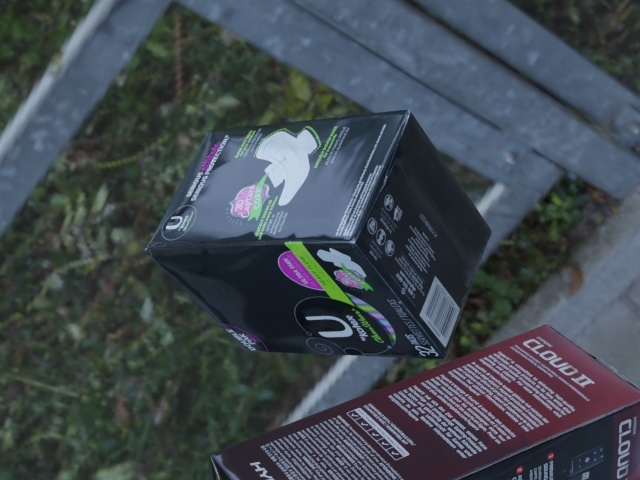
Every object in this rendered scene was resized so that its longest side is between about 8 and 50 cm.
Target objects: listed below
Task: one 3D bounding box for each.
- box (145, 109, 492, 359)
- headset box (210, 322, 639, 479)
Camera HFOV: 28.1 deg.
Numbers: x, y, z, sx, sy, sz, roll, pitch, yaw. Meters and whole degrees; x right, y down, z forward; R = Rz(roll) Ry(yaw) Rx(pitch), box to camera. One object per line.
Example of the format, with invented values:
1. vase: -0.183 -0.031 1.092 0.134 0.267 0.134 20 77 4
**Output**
1. box: 0.000 0.000 0.407 0.083 0.062 0.052 -1 52 38
2. headset box: 0.089 0.201 0.845 0.110 0.293 0.218 40 141 50
